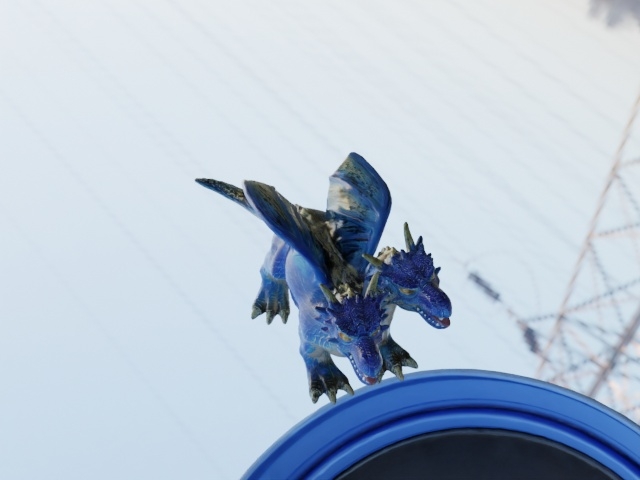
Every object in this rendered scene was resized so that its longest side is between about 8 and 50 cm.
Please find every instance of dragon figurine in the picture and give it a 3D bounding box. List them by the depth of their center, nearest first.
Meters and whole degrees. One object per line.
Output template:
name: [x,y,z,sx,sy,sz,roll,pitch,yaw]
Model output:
dragon figurine: [0.000,0.000,0.891,0.085,0.144,0.289,-15,-137,-15]

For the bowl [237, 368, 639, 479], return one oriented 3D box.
bowl: [0.096,0.282,0.947,0.391,0.391,0.077,36,177,22]
